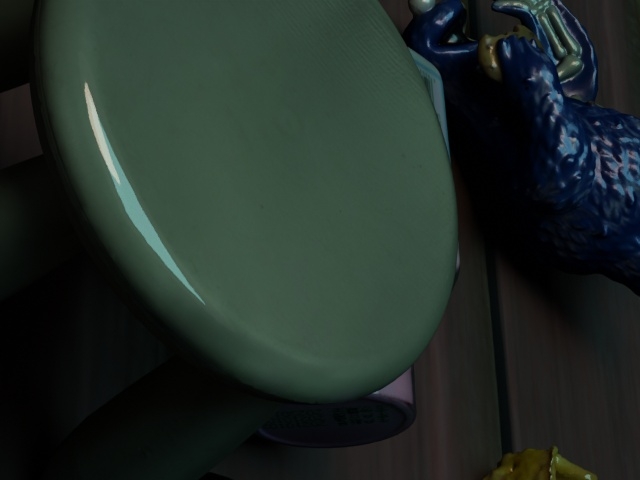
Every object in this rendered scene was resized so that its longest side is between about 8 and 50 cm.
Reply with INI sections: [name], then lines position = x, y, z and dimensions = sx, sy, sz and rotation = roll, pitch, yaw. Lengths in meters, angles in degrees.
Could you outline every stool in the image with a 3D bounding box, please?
[stool]
position = -0.077, -0.008, 0.551
dimensions = 0.195, 0.198, 0.195
rotation = 35, 46, -31

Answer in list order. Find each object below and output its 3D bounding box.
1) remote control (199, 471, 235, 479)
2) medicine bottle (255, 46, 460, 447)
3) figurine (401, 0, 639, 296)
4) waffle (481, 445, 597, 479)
[remote control]
position = 0.027, 0.188, 0.637
dimensions = 0.266, 0.066, 0.090
rotation = 35, 59, -19
[medicine bottle]
position = 0.000, 0.000, 0.697
dimensions = 0.094, 0.119, 0.188
rotation = 21, 55, -40
[figurine]
position = 0.148, -0.058, 0.921
dimensions = 0.262, 0.121, 0.164
rotation = 46, 32, 2
[waffle]
position = 0.173, 0.260, 0.813
dimensions = 0.219, 0.057, 0.229
rotation = 33, 50, -34
